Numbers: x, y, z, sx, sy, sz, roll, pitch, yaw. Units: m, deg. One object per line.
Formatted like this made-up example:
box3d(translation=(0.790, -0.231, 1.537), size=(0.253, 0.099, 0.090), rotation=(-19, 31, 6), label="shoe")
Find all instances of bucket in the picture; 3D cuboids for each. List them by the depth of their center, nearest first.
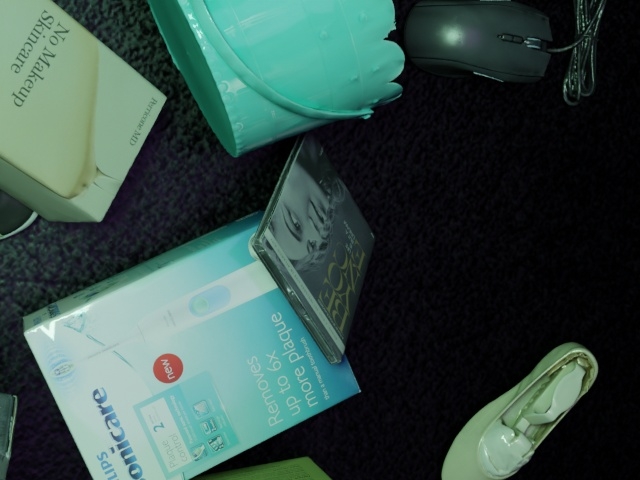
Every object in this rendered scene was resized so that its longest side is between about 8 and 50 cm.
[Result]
box3d(translation=(-0.058, -0.229, 1.075), size=(0.183, 0.281, 0.281), rotation=(-28, 101, -10), label="bucket")

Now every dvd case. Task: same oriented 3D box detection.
box3d(translation=(0.000, 0.000, 1.133), size=(0.018, 0.221, 0.164), rotation=(-18, 119, 26), label="dvd case")

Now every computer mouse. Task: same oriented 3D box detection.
box3d(translation=(0.235, -0.272, 1.261), size=(0.262, 0.060, 0.184), rotation=(9, 92, -17), label="computer mouse")

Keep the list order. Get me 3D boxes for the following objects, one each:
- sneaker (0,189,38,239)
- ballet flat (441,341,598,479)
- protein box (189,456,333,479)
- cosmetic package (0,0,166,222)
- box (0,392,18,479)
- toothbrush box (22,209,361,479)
box3d(translation=(-0.397, -0.033, 1.068), size=(0.235, 0.097, 0.084), rotation=(-4, 95, -17), label="sneaker")
box3d(translation=(0.247, 0.220, 1.289), size=(0.248, 0.086, 0.086), rotation=(-46, 105, -9), label="ballet flat")
box3d(translation=(-0.073, 0.339, 1.138), size=(0.200, 0.201, 0.136), rotation=(-7, 96, -16), label="protein box")
box3d(translation=(-0.315, -0.161, 1.007), size=(0.309, 0.113, 0.160), rotation=(37, 67, -37), label="cosmetic package")
box3d(translation=(-0.509, 0.262, 0.988), size=(0.395, 0.097, 0.318), rotation=(10, 122, -16), label="box")
box3d(translation=(-0.140, 0.123, 1.143), size=(0.295, 0.126, 0.216), rotation=(-24, 99, -13), label="toothbrush box")
